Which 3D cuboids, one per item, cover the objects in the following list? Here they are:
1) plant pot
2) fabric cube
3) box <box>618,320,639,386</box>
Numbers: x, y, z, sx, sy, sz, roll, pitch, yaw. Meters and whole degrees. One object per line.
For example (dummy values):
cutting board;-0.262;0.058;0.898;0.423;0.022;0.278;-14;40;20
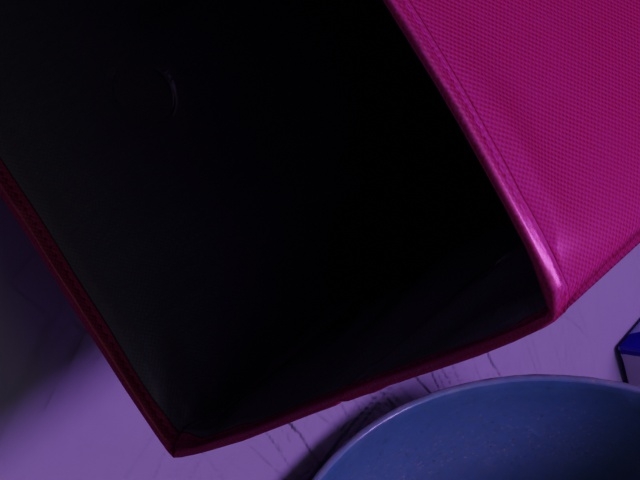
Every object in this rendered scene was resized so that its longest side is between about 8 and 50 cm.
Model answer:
plant pot;0.125;0.242;0.879;0.290;0.290;0.195;-40;143;-38
fabric cube;0.022;-0.101;0.675;0.258;0.259;0.254;-35;96;-39
box;0.298;0.072;1.130;0.137;0.126;0.072;-43;124;-37
